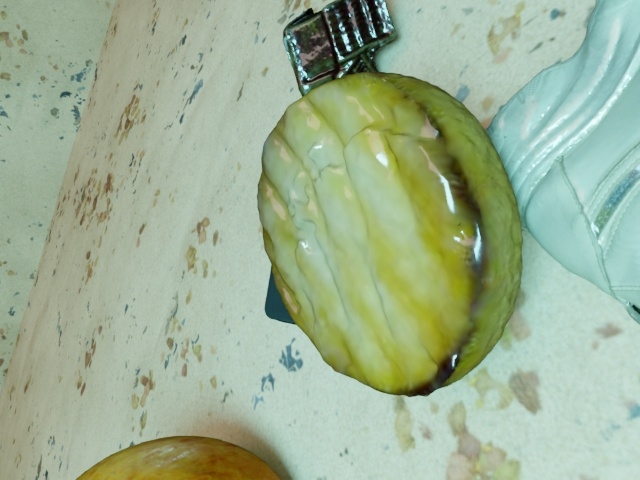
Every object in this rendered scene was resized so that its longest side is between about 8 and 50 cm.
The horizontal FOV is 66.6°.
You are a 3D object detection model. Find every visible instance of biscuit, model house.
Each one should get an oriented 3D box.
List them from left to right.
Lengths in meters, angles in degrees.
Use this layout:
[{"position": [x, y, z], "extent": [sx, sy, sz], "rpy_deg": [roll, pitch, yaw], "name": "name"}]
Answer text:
[{"position": [0.037, -0.262, 0.668], "extent": [0.152, 0.106, 0.166], "rpy_deg": [-12, 105, 35], "name": "model house"}, {"position": [0.051, -0.006, 0.460], "extent": [0.296, 0.101, 0.297], "rpy_deg": [22, 120, 46], "name": "biscuit"}]

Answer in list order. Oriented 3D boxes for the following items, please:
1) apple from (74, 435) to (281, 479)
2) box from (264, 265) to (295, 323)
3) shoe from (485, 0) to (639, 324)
[{"position": [-0.174, 0.382, 0.564], "extent": [0.298, 0.275, 0.299], "rpy_deg": [-17, 64, 39], "name": "apple"}, {"position": [0.000, 0.000, 0.649], "extent": [0.160, 0.050, 0.231], "rpy_deg": [-1, 78, 49], "name": "box"}, {"position": [0.270, -0.098, 0.316], "extent": [0.342, 0.132, 0.211], "rpy_deg": [-56, 45, 28], "name": "shoe"}]
